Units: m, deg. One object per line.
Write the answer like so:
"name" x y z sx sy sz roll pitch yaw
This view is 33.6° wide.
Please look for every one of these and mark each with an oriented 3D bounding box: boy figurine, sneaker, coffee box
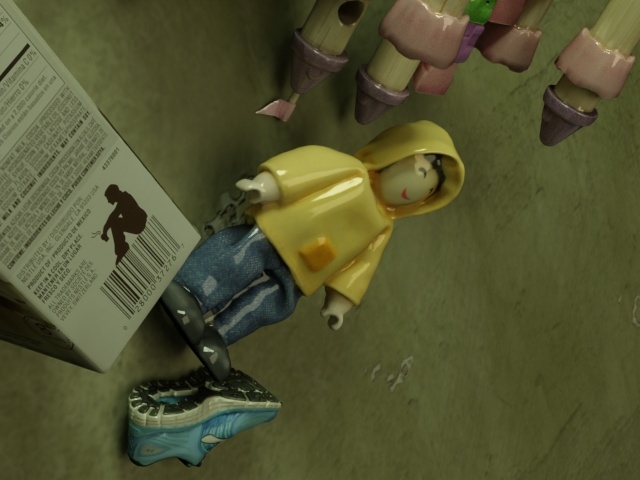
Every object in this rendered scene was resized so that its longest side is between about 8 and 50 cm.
"boy figurine" 0.000 0.000 0.893 0.285 0.092 0.177 -33 126 -13
"sneaker" -0.104 0.155 0.908 0.162 0.063 0.073 -1 116 -45
"coffee box" -0.229 -0.063 0.617 0.118 0.168 0.297 -58 135 -25

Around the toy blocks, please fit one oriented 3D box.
"toy blocks" 0.100 -0.218 0.976 0.289 0.309 0.260 2 129 -38
